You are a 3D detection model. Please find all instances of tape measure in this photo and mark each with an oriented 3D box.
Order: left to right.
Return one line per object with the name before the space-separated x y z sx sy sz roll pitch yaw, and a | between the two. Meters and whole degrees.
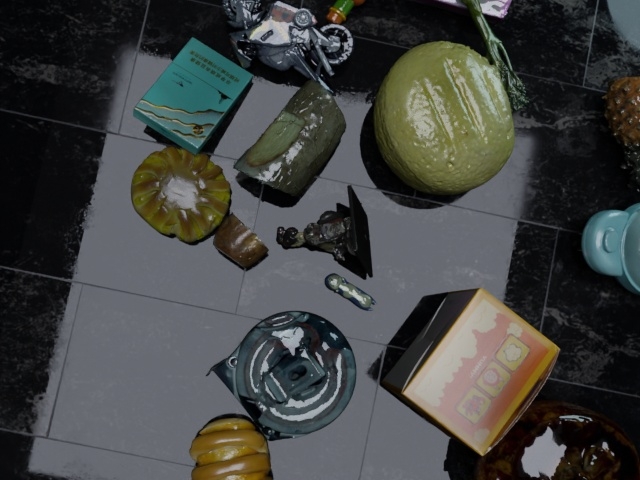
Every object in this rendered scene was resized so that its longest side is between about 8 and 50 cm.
tape measure | -0.060 0.280 1.740 0.275 0.147 0.256 -39 89 -5

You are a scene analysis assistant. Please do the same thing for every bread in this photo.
bread | -0.296 -0.104 1.783 0.214 0.105 0.213 1 81 -4
bread | -0.179 0.524 1.722 0.173 0.121 0.311 -10 84 -4
bread | 0.259 -0.255 1.766 0.321 0.237 0.320 0 88 -5

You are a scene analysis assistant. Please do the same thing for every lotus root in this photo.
lotus root | -0.169 0.005 1.770 0.112 0.122 0.081 39 85 -8

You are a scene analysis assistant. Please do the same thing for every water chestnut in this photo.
water chestnut | 0.479 0.489 1.679 0.351 0.302 0.350 1 83 -8

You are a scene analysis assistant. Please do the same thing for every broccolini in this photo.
broccolini | 0.349 -0.452 1.822 0.079 0.074 0.392 -33 106 -6

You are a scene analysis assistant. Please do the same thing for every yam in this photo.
yam | -0.053 -0.202 1.789 0.154 0.154 0.254 38 79 0

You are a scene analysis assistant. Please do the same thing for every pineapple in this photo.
pineapple | 0.717 -0.225 1.851 0.158 0.158 0.278 -8 93 -5

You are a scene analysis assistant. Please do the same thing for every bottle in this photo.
bottle | 0.077 -0.558 1.869 0.069 0.069 0.187 36 85 0

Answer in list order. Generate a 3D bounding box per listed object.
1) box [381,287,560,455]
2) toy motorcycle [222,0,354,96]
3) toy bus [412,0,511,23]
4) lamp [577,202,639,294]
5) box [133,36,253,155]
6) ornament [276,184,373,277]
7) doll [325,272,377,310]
box | 0.296 0.260 1.697 0.214 0.283 0.259 37 84 1
toy motorcycle | -0.082 -0.434 1.825 0.307 0.108 0.173 23 103 -5
toy bus | 0.295 -0.576 1.875 0.274 0.090 0.112 16 93 -1
lamp | 0.698 0.015 1.816 0.284 0.147 0.209 8 85 -3
box | -0.272 -0.312 1.801 0.162 0.041 0.229 32 64 0
ornament | 0.000 0.000 1.784 0.196 0.166 0.153 -9 63 14
doll | 0.066 0.113 1.823 0.125 0.027 0.037 31 76 0
